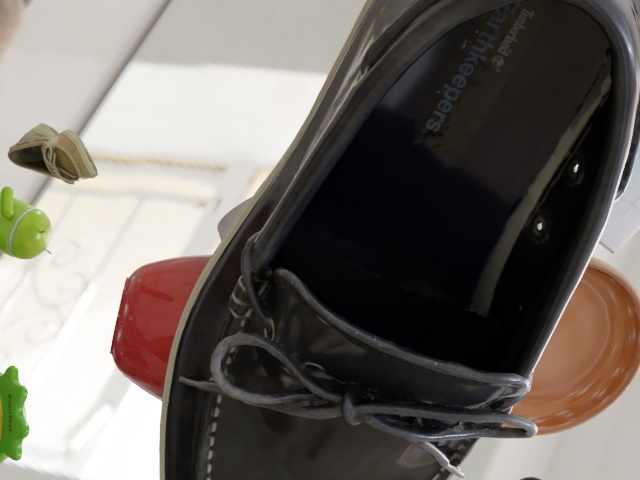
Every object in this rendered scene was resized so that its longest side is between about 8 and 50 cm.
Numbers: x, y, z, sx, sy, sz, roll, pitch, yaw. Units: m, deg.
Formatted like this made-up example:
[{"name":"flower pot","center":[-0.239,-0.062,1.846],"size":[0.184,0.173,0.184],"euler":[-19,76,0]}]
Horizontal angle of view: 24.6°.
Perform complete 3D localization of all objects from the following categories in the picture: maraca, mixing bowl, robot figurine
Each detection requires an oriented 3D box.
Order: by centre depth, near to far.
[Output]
[{"name":"mixing bowl","center":[-0.173,0.092,1.600],"size":[0.098,0.181,0.181],"euler":[12,-30,-6]},{"name":"maraca","center":[-0.381,0.202,1.683],"size":[0.099,0.127,0.185],"euler":[-2,-8,-40]},{"name":"robot figurine","center":[-0.376,-0.018,1.781],"size":[0.115,0.067,0.101],"euler":[23,-32,19]}]

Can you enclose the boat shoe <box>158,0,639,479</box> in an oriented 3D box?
[{"name":"boat shoe","center":[0.031,0.041,0.788],"size":[0.186,0.156,0.500],"euler":[21,-63,-8]}]

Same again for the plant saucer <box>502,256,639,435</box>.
[{"name":"plant saucer","center":[0.213,0.095,1.405],"size":[0.200,0.037,0.200],"euler":[-4,-63,-8]}]

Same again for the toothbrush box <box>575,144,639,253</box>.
[{"name":"toothbrush box","center":[0.237,-0.136,1.230],"size":[0.126,0.216,0.295],"euler":[48,12,32]}]

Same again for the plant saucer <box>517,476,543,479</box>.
[{"name":"plant saucer","center":[0.247,0.359,1.699],"size":[0.029,0.168,0.168],"euler":[12,-25,-23]}]

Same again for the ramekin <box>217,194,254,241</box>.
[{"name":"ramekin","center":[0.000,0.000,1.615],"size":[0.207,0.207,0.109],"euler":[-40,-112,57]}]

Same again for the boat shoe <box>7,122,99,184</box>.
[{"name":"boat shoe","center":[-0.271,-0.083,1.485],"size":[0.153,0.048,0.056],"euler":[25,-36,54]}]
